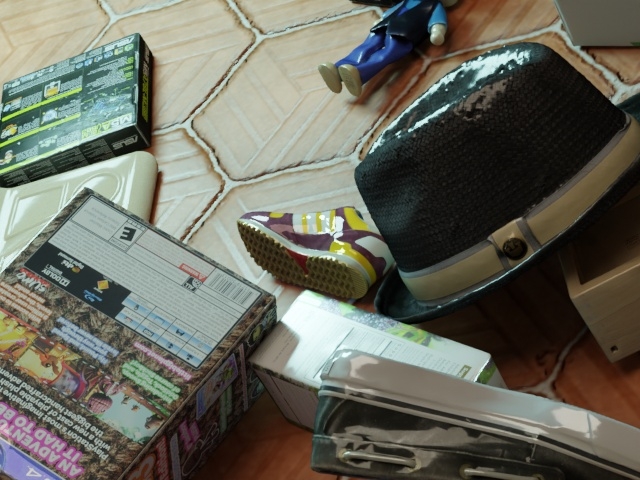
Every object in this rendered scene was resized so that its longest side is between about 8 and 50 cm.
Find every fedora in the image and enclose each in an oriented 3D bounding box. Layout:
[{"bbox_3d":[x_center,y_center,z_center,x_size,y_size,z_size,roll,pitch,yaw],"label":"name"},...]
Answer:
[{"bbox_3d":[0.150,-0.074,1.765,0.334,0.152,0.334,-37,11,9],"label":"fedora"}]

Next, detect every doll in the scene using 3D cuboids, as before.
[{"bbox_3d":[0.089,-0.229,2.140,0.189,0.046,0.129,-42,30,-23],"label":"doll"}]

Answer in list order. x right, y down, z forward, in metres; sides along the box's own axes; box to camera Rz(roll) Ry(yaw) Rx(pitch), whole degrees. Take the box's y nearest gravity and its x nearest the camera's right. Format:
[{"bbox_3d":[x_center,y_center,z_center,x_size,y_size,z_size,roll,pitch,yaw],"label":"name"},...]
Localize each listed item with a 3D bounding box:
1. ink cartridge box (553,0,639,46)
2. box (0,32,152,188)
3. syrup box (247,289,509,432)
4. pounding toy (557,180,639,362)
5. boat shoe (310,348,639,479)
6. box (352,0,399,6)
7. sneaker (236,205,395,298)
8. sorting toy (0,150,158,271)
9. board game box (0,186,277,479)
[{"bbox_3d":[0.351,-0.304,2.015,0.154,0.093,0.212,3,51,34],"label":"ink cartridge box"},{"bbox_3d":[-0.292,-0.151,2.305,0.191,0.045,0.184,-20,43,12],"label":"box"},{"bbox_3d":[0.057,0.134,1.737,0.237,0.093,0.096,17,58,43],"label":"syrup box"},{"bbox_3d":[0.319,-0.010,1.717,0.206,0.094,0.181,-28,29,13],"label":"pounding toy"},{"bbox_3d":[0.153,0.184,1.565,0.335,0.121,0.119,14,82,9],"label":"boat shoe"},{"bbox_3d":[0.063,-0.383,2.214,0.077,0.180,0.147,13,55,43],"label":"box"},{"bbox_3d":[0.000,0.000,1.946,0.185,0.069,0.084,21,53,38],"label":"sneaker"},{"bbox_3d":[-0.286,-0.006,2.157,0.208,0.038,0.193,-11,43,16],"label":"sorting toy"},{"bbox_3d":[-0.214,0.134,1.795,0.232,0.141,0.291,30,60,21],"label":"board game box"}]
